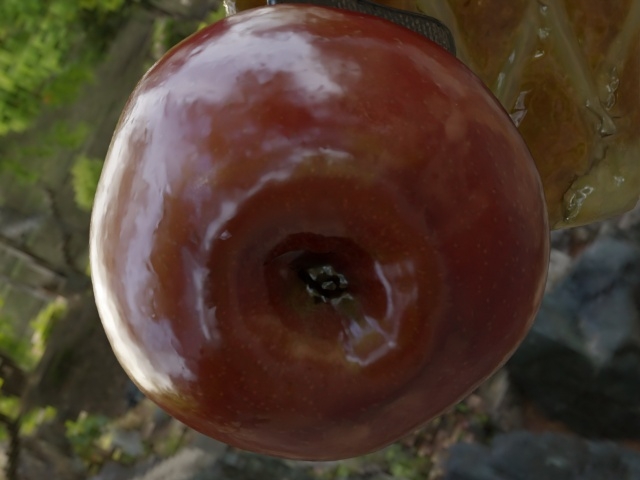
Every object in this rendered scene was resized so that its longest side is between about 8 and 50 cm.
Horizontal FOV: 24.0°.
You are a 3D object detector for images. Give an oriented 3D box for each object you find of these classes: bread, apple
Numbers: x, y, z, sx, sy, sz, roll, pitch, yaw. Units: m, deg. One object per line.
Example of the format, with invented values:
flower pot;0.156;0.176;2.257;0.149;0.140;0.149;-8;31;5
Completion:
bread;0.103;-0.190;1.375;0.279;0.371;0.390;-86;-6;-67
apple;0.000;0.000;0.847;0.260;0.260;0.216;-63;8;11

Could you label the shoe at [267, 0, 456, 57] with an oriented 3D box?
shoe;0.024;-0.142;1.082;0.053;0.159;0.062;-30;61;54
